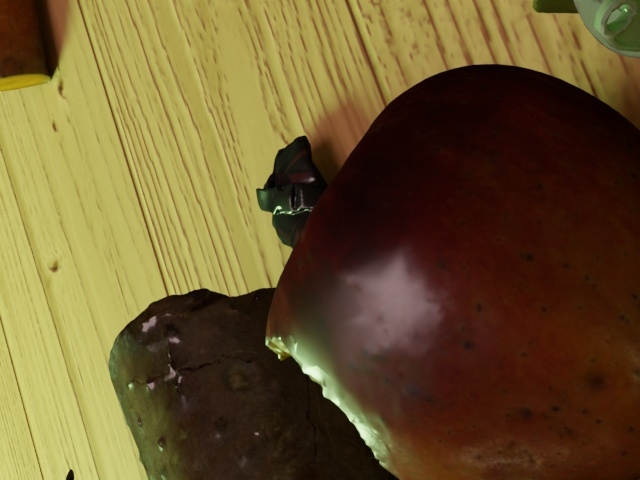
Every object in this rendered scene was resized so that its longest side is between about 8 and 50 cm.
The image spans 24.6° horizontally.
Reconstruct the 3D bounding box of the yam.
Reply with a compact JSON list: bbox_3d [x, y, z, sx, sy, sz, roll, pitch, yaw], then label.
[{"bbox_3d":[-0.005,0.153,0.694,0.131,0.131,0.279,-56,48,42],"label":"yam"}]

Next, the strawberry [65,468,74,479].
[{"bbox_3d":[-0.088,0.220,0.848,0.228,0.098,0.174,-13,68,43],"label":"strawberry"}]

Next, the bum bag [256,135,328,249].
[{"bbox_3d":[0.001,0.000,0.733,0.124,0.034,0.058,59,147,31],"label":"bum bag"}]

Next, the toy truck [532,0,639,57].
[{"bbox_3d":[0.146,-0.149,0.423,0.128,0.135,0.259,55,132,34],"label":"toy truck"}]

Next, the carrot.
[{"bbox_3d":[-0.229,-0.212,1.018,0.057,0.057,0.224,-22,73,54],"label":"carrot"}]

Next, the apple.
[{"bbox_3d":[0.074,0.021,0.540,0.158,0.156,0.147,32,125,15],"label":"apple"}]
